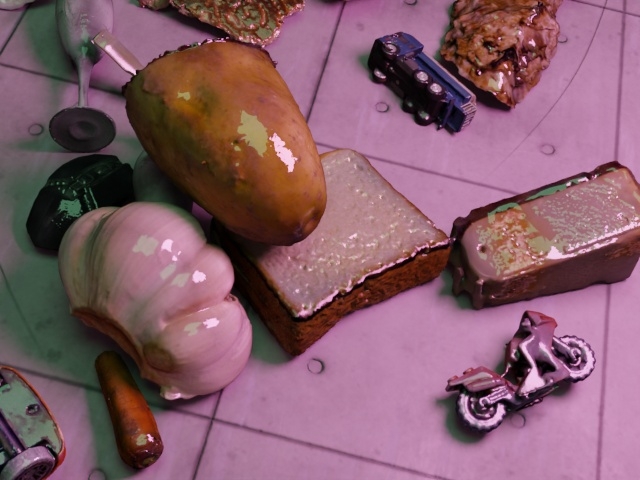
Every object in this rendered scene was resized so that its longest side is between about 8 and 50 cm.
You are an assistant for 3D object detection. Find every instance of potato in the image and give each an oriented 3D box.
[{"bbox_3d":[-0.099,-0.108,1.309,0.229,0.229,0.266,-21,61,-22],"label":"potato"}]

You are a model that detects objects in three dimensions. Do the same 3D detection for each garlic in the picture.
[{"bbox_3d":[-0.197,0.048,1.302,0.281,0.184,0.203,32,39,15],"label":"garlic"}]

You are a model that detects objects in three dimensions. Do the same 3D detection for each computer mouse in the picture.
[{"bbox_3d":[-0.340,-0.061,1.432,0.106,0.062,0.192,30,57,13],"label":"computer mouse"}]

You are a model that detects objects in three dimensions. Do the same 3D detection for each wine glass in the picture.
[{"bbox_3d":[-0.223,-0.095,1.456,0.093,0.093,0.202,2,52,-8],"label":"wine glass"},{"bbox_3d":[-0.393,-0.327,1.502,0.096,0.264,0.309,-17,54,12],"label":"wine glass"}]

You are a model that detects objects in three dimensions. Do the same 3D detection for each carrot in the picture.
[{"bbox_3d":[-0.240,0.209,1.260,0.055,0.055,0.161,-15,52,-19],"label":"carrot"}]

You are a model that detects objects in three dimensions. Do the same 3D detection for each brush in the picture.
[{"bbox_3d":[-0.270,-0.254,1.547,0.178,0.030,0.033,44,64,-20],"label":"brush"}]

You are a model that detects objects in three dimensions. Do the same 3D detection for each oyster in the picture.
[{"bbox_3d":[0.325,-0.396,1.757,0.204,0.111,0.396,25,58,13],"label":"oyster"}]

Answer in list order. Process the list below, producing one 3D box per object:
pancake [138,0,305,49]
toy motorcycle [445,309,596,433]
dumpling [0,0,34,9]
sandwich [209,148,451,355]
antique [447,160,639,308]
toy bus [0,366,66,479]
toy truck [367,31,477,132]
[{"bbox_3d":[-0.153,-0.431,1.737,0.257,0.056,0.212,25,61,1],"label":"pancake"},{"bbox_3d":[0.258,0.168,1.348,0.213,0.084,0.118,-25,70,-18],"label":"toy motorcycle"},{"bbox_3d":[-0.528,-0.478,1.678,0.219,0.108,0.152,26,54,13],"label":"dumpling"},{"bbox_3d":[0.000,0.001,1.419,0.273,0.095,0.249,-27,61,-25],"label":"sandwich"},{"bbox_3d":[0.317,0.003,1.451,0.284,0.150,0.125,-15,58,-9],"label":"antique"},{"bbox_3d":[-0.444,0.283,1.109,0.329,0.153,0.143,-32,66,-26],"label":"toy bus"},{"bbox_3d":[0.170,-0.259,1.648,0.088,0.074,0.201,-29,63,-31],"label":"toy truck"}]
